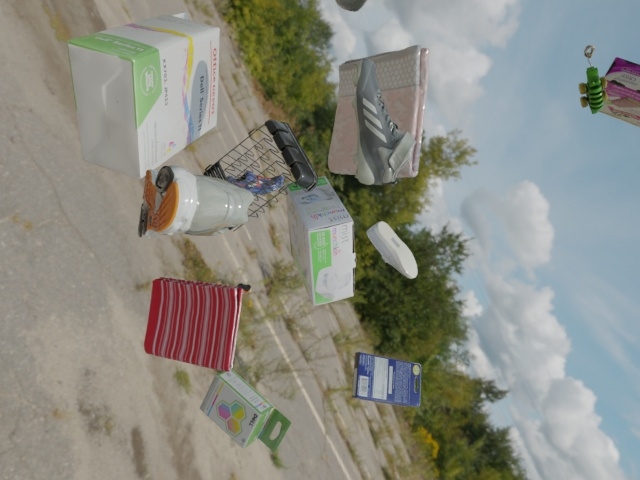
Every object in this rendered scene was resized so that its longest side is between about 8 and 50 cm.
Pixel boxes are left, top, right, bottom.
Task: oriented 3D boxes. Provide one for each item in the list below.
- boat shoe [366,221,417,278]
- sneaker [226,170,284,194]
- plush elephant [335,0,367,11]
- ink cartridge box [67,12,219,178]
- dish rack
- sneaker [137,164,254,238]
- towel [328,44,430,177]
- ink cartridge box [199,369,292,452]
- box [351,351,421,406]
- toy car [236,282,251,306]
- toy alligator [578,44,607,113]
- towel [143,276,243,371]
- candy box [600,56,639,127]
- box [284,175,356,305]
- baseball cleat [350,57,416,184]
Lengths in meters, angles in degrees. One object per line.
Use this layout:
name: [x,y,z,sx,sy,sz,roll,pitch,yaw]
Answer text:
boat shoe: [0.194,0.033,1.358,0.184,0.063,0.066,48,49,-13]
sneaker: [-0.231,-0.204,1.736,0.083,0.221,0.087,22,-57,61]
plush elephant: [0.094,-0.683,0.992,0.272,0.330,0.255,-6,80,-55]
ink cartridge box: [-0.285,-0.286,0.913,0.353,0.119,0.207,-62,166,-54]
dish rack: [-0.164,-0.157,1.232,0.208,0.272,0.074,62,18,20]
sneaker: [-0.173,-0.042,0.671,0.262,0.121,0.099,13,-85,62]
towel: [0.141,-0.328,1.300,0.332,0.054,0.316,15,-78,54]
ink cartridge box: [-0.182,0.418,1.186,0.209,0.109,0.062,34,19,21]
box: [0.204,0.428,1.511,0.036,0.225,0.136,141,-40,-59]
toy car: [-0.309,0.225,2.002,0.122,0.060,0.040,-102,-166,-51]
toy alligator: [0.658,-0.373,1.189,0.051,0.056,0.189,-84,151,-44]
towel: [-0.314,0.196,1.192,0.031,0.275,0.198,17,78,-60]
candy box: [0.854,-0.395,1.351,0.159,0.071,0.233,33,8,25]
box: [0.000,0.000,1.339,0.231,0.127,0.261,-116,-162,-48]
baseball cleat: [0.105,-0.195,0.820,0.072,0.110,0.205,-52,143,-63]
